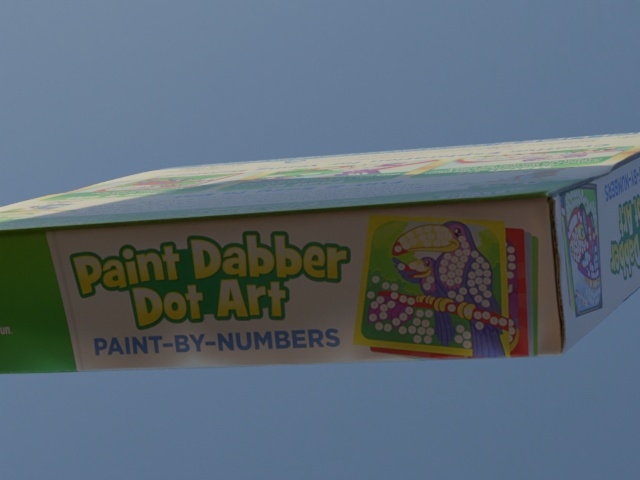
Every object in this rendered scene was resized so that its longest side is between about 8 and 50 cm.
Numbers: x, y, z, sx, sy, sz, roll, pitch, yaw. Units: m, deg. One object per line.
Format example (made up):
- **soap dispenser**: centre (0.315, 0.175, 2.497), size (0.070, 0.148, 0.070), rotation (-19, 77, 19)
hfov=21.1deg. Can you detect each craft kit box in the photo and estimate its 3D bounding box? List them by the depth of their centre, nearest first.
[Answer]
- **craft kit box**: centre (0.000, 0.000, 0.659), size (0.249, 0.246, 0.061), rotation (-3, -86, 22)
